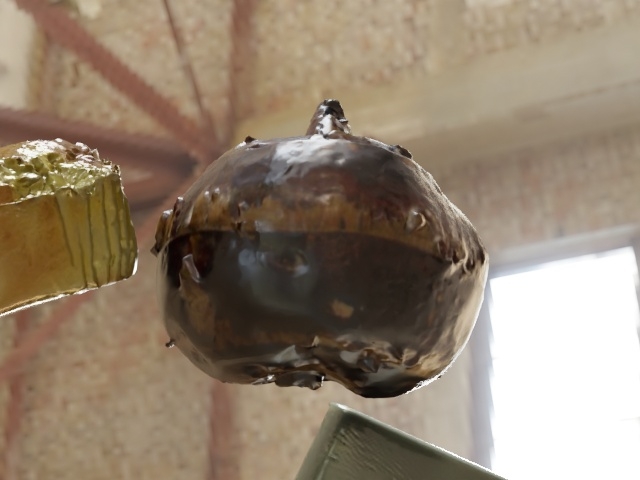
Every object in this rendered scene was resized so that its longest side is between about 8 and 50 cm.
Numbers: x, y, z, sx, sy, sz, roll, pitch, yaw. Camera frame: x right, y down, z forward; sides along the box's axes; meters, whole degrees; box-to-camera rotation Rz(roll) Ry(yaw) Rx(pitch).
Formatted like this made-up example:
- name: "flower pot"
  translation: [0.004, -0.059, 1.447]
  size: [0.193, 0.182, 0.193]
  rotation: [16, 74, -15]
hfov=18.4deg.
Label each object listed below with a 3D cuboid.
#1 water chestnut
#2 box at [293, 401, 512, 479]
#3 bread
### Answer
- name: "water chestnut"
  translation: [0.000, 0.000, 1.738]
  size: [0.300, 0.300, 0.300]
  rotation: [35, -131, -54]
- name: "box"
  translation: [0.092, 0.382, 1.966]
  size: [0.177, 0.352, 0.343]
  rotation: [58, -124, -79]
- name: "bread"
  translation: [-0.283, -0.007, 1.687]
  size: [0.179, 0.250, 0.133]
  rotation: [-166, 63, -70]
